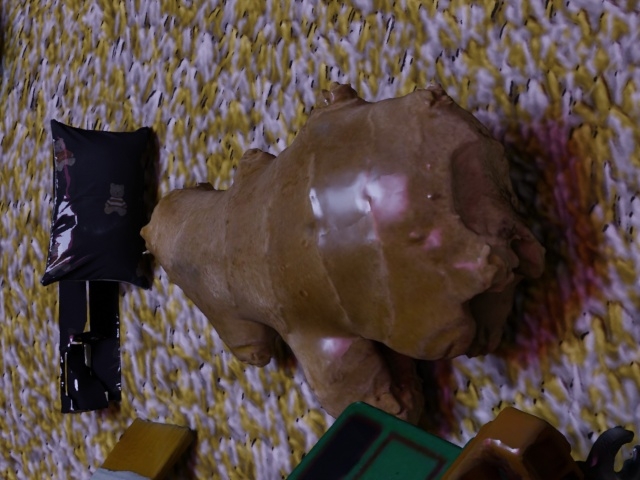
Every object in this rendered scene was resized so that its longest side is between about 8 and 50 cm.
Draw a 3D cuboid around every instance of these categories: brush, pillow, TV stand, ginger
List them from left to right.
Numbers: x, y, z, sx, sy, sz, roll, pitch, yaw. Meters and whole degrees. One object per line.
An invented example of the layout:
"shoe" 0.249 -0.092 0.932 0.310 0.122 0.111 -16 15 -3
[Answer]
"brush" -0.214 0.275 1.215 0.085 0.020 0.336 4 46 42
"TV stand" -0.208 0.030 1.375 0.036 0.042 0.249 -15 72 44
"pillow" -0.193 -0.032 1.341 0.090 0.048 0.150 1 81 2
"ginger" 0.014 0.021 1.143 0.236 0.166 0.375 55 155 -6

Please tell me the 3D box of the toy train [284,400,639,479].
"toy train" 0.029 0.262 0.917 0.429 0.178 0.249 -48 39 -16
